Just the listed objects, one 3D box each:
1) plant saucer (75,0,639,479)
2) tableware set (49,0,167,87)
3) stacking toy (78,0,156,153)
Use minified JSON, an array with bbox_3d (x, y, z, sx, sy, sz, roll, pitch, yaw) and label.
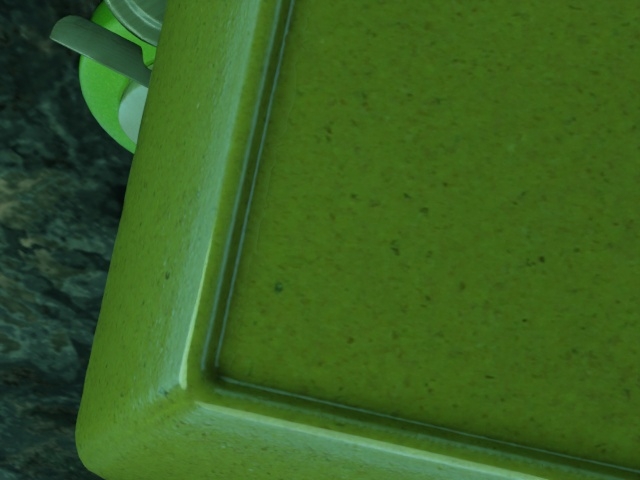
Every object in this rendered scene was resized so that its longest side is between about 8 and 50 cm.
[{"bbox_3d":[0.082,-0.025,0.627,0.333,0.332,0.081,12,-179,3],"label":"plant saucer"},{"bbox_3d":[-0.113,-0.153,0.707,0.194,0.128,0.039,27,175,-15],"label":"tableware set"},{"bbox_3d":[0.000,0.000,0.822,0.280,0.130,0.309,7,140,9],"label":"stacking toy"}]
